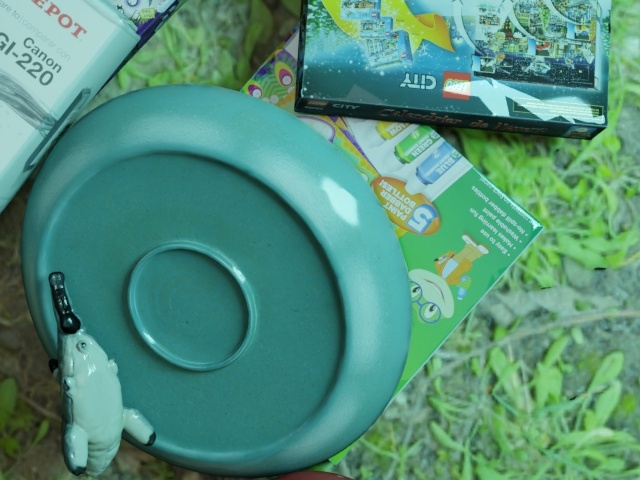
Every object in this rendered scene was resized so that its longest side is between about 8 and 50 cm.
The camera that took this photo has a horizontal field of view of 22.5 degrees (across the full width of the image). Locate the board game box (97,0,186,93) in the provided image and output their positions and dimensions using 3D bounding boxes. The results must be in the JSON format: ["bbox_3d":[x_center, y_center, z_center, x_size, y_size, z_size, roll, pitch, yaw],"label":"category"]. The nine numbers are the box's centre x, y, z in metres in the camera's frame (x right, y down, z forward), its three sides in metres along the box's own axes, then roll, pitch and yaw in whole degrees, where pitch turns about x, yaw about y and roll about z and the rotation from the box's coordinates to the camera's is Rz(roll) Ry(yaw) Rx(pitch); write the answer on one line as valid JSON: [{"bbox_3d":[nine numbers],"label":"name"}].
[{"bbox_3d":[-0.271,-0.265,1.260,0.347,0.056,0.208,43,96,1],"label":"board game box"}]

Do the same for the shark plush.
[{"bbox_3d":[-0.188,0.106,1.201,0.073,0.067,0.161,-33,114,-30],"label":"shark plush"}]

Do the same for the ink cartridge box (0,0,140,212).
[{"bbox_3d":[-0.262,-0.122,1.195,0.158,0.092,0.218,39,90,1],"label":"ink cartridge box"}]

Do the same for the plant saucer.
[{"bbox_3d":[-0.089,0.043,1.189,0.317,0.044,0.318,7,113,18],"label":"plant saucer"}]

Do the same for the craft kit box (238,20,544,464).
[{"bbox_3d":[0.000,0.000,1.250,0.250,0.061,0.247,41,95,1],"label":"craft kit box"}]

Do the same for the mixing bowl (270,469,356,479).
[{"bbox_3d":[-0.002,0.239,1.215,0.181,0.098,0.181,9,132,11],"label":"mixing bowl"}]

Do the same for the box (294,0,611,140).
[{"bbox_3d":[0.101,-0.167,1.214,0.233,0.044,0.159,5,80,-7],"label":"box"}]
